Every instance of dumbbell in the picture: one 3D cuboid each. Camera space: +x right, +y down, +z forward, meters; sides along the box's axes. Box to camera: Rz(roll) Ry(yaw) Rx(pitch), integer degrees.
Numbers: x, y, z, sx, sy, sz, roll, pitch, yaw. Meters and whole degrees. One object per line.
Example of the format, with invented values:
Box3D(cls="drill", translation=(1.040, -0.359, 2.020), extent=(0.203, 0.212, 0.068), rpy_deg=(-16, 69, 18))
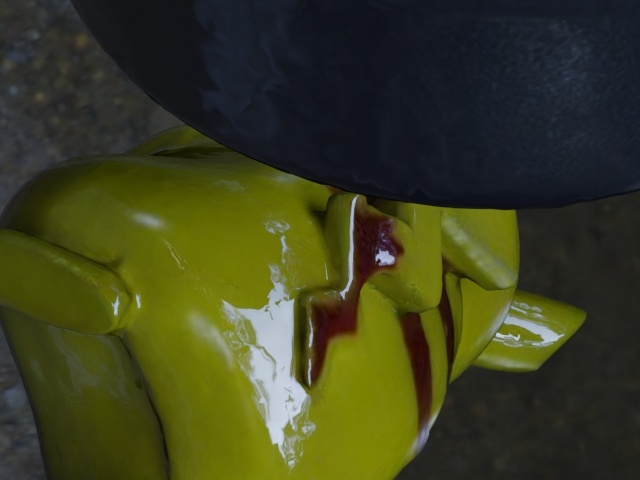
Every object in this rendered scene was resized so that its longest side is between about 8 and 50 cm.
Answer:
Box3D(cls="dumbbell", translation=(0.041, -0.179, 0.304), extent=(0.322, 0.203, 0.204), rpy_deg=(94, 22, -49))

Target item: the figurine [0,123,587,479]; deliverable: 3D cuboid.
Box3D(cls="figurine", translation=(-0.003, 0.002, 0.689), extent=(0.327, 0.169, 0.218), rpy_deg=(-43, 127, -62))
